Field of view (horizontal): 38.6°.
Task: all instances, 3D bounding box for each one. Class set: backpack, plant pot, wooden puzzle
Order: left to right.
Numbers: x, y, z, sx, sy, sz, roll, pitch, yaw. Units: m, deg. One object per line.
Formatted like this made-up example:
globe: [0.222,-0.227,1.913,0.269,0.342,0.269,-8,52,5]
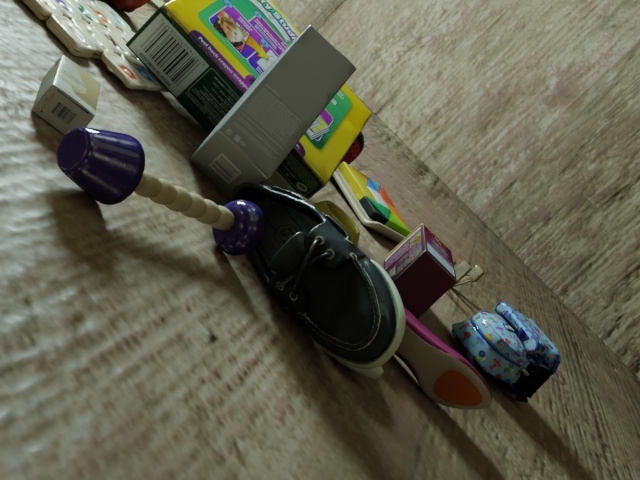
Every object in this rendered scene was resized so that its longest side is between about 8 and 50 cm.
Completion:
plant pot: [0.000,0.000,1.296,0.134,0.095,0.134,42,15,-14]
wooden puzzle: [0.110,-0.084,1.945,0.221,0.044,0.238,26,23,-52]
backpack: [0.326,0.187,1.648,0.173,0.117,0.158,30,19,-37]

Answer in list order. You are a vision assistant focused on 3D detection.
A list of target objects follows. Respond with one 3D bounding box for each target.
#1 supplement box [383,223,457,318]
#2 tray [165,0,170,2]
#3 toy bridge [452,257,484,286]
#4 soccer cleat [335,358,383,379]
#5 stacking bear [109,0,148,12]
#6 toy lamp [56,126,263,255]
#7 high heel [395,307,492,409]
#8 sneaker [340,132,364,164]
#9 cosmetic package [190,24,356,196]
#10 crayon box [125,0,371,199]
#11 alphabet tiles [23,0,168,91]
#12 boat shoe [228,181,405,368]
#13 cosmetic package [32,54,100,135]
supplement box: [0.174,0.052,1.619,0.081,0.104,0.188,43,15,-8]
tray: [-0.187,-0.458,2.111,0.411,0.076,0.203,43,14,-4]
toy bridge: [0.299,0.073,1.992,0.026,0.063,0.188,53,17,27]
soccer cleat: [0.048,0.110,1.194,0.076,0.068,0.196,44,21,-18]
stacking bear: [-0.392,-0.528,1.580,0.289,0.175,0.164,48,33,-28]
toy lamp: [-0.172,-0.053,1.008,0.275,0.080,0.080,29,21,-54]
high heel: [0.144,0.150,1.314,0.244,0.082,0.117,29,28,-10]
sneaker: [-0.005,-0.251,1.980,0.262,0.104,0.125,29,19,-48]
cosmetic package: [-0.066,-0.180,1.301,0.107,0.238,0.127,44,-27,-8]
crayon box: [-0.101,-0.262,1.517,0.363,0.106,0.313,47,30,-11]
alphabet tiles: [-0.347,-0.323,1.387,0.278,0.021,0.284,45,14,4]
boat shoe: [-0.020,0.024,1.112,0.113,0.127,0.340,31,18,-40]
cosmetic package: [-0.292,-0.167,1.058,0.060,0.041,0.115,37,16,-26]
